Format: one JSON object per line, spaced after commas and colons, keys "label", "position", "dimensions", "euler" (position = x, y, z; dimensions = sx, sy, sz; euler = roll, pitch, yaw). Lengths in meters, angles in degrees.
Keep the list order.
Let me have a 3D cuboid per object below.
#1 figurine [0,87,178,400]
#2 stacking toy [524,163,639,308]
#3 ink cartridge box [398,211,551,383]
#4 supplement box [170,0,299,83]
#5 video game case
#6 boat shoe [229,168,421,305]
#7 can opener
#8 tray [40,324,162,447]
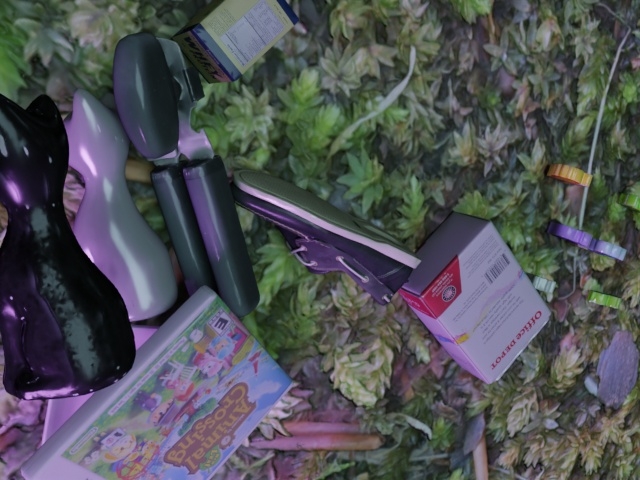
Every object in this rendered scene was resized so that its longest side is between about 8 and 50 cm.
{"label": "figurine", "position": [-0.190, -0.018, 0.493], "dimensions": [0.092, 0.215, 0.209], "euler": [-6, 105, 3]}
{"label": "stacking toy", "position": [0.376, 0.002, 0.853], "dimensions": [0.221, 0.052, 0.166], "euler": [15, 95, -29]}
{"label": "ink cartridge box", "position": [0.190, 0.072, 0.764], "dimensions": [0.127, 0.072, 0.175], "euler": [-46, 117, -11]}
{"label": "supplement box", "position": [-0.080, -0.193, 0.560], "dimensions": [0.083, 0.083, 0.056], "euler": [-46, 117, -11]}
{"label": "video game case", "position": [-0.136, 0.172, 0.587], "dimensions": [0.212, 0.023, 0.193], "euler": [-47, 139, -15]}
{"label": "boat shoe", "position": [0.000, 0.000, 0.649], "dimensions": [0.233, 0.084, 0.079], "euler": [28, 107, -26]}
{"label": "can opener", "position": [-0.131, -0.047, 0.568], "dimensions": [0.093, 0.074, 0.280], "euler": [-50, 131, -54]}
{"label": "tray", "position": [-0.207, 0.210, 0.623], "dimensions": [0.145, 0.030, 0.270], "euler": [8, 98, -27]}
